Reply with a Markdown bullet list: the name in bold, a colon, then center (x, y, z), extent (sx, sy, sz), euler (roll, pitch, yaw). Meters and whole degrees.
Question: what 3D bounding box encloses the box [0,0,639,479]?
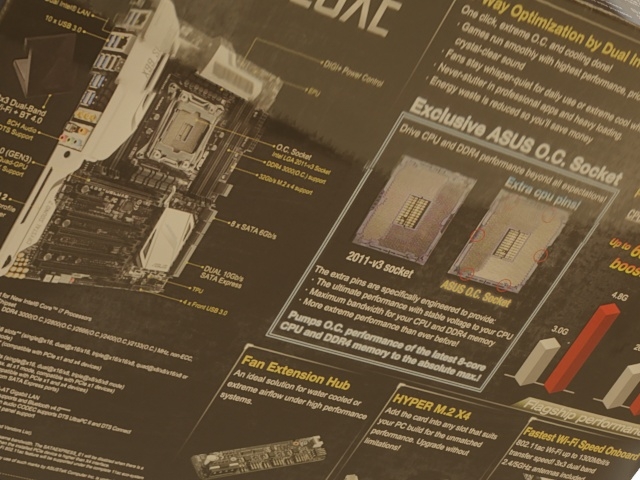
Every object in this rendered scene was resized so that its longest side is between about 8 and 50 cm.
- **box**: center (0.000, 0.000, 0.609), extent (0.307, 0.242, 0.076), euler (16, -152, -31)
